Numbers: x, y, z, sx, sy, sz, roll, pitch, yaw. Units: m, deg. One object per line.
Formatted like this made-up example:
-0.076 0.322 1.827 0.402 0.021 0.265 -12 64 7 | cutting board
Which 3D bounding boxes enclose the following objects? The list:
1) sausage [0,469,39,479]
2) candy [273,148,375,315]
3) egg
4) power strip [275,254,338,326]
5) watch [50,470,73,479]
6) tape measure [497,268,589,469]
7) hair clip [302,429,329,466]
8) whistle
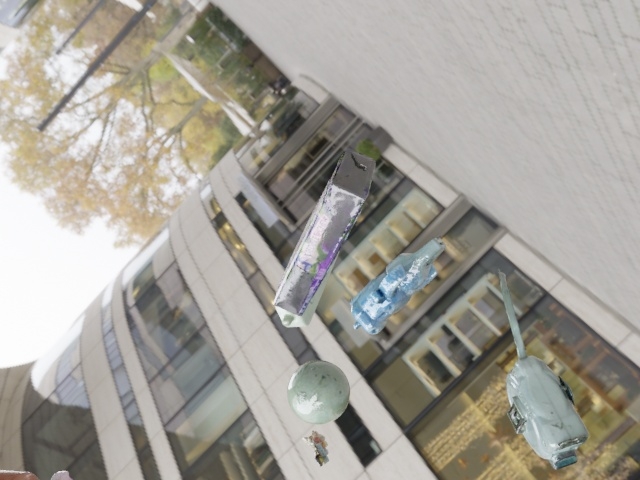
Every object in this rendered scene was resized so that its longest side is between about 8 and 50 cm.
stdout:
-0.678 0.528 1.263 0.077 0.194 0.077 -3 -90 -74 | sausage
0.000 0.000 0.908 0.061 0.312 0.088 22 -134 -4 | candy
-0.005 0.408 1.604 0.169 0.169 0.236 45 160 10 | egg
-0.014 0.054 1.391 0.385 0.063 0.091 -66 -35 -45 | power strip
-0.801 0.802 1.652 0.211 0.218 0.248 17 -132 -64 | watch
0.322 0.201 0.973 0.164 0.084 0.330 80 175 -47 | tape measure
-0.004 0.560 1.620 0.062 0.056 0.214 57 169 -5 | hair clip
0.156 0.094 1.223 0.093 0.269 0.180 53 -154 21 | whistle
